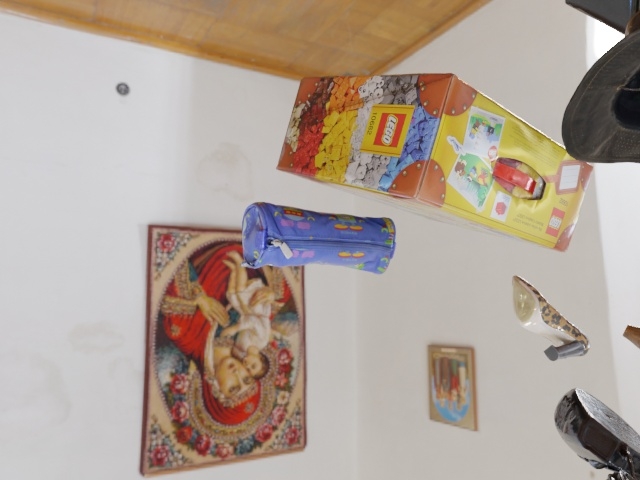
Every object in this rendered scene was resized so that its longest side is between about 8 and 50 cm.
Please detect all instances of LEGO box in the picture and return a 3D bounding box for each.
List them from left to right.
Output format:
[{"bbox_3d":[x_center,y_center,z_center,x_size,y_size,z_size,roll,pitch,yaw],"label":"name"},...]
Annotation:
[{"bbox_3d":[0.231,-0.145,1.026,0.500,0.193,0.372,13,-175,-41],"label":"LEGO box"}]

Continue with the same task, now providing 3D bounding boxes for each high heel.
[{"bbox_3d":[0.650,0.212,1.473,0.186,0.261,0.093,-1,147,-34],"label":"high heel"}]

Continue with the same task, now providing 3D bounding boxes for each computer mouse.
[{"bbox_3d":[0.207,0.166,0.362,0.071,0.041,0.242,36,-167,12],"label":"computer mouse"}]

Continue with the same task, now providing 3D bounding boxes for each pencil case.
[{"bbox_3d":[0.000,0.000,0.993,0.306,0.119,0.133,5,-167,-24],"label":"pencil case"}]

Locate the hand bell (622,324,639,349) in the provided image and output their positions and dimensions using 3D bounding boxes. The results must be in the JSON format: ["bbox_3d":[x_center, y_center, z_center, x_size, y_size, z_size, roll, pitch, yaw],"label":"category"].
[{"bbox_3d":[0.537,0.177,0.697,0.242,0.126,0.126,26,-174,30],"label":"hand bell"}]

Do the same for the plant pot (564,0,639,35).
[{"bbox_3d":[0.636,-0.574,1.066,0.187,0.188,0.167,-46,149,8],"label":"plant pot"}]

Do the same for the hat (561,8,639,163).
[{"bbox_3d":[0.468,-0.235,0.682,0.331,0.134,0.331,-3,154,-1],"label":"hat"}]
